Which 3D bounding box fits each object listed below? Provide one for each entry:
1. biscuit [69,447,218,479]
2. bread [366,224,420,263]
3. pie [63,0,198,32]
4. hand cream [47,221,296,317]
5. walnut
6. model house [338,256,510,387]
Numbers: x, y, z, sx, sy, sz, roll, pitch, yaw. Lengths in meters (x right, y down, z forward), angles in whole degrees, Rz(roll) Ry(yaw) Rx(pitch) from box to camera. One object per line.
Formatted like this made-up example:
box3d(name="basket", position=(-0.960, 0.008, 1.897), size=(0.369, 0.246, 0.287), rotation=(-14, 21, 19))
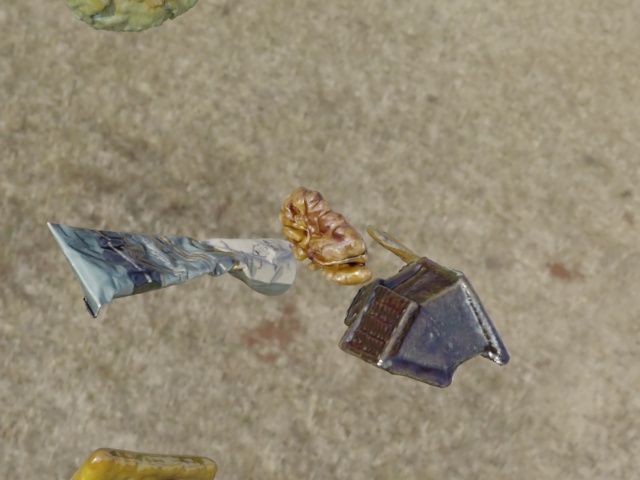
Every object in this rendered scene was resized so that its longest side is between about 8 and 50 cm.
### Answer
box3d(name="biscuit", position=(-0.215, 0.292, 1.335), size=(0.174, 0.183, 0.039), rotation=(11, 33, -46))
box3d(name="bread", position=(0.123, 0.008, 2.091), size=(0.110, 0.024, 0.110), rotation=(37, 3, -2))
box3d(name="pie", position=(-0.200, -0.375, 1.312), size=(0.306, 0.306, 0.071), rotation=(-17, 17, -42))
box3d(name="hand cream", position=(-0.105, 0.023, 0.978), size=(0.075, 0.052, 0.247), rotation=(32, 20, 33))
box3d(name="walnut", position=(0.000, 0.000, 1.767), size=(0.069, 0.143, 0.170), rotation=(-37, 47, -20))
box3d(name="model house", position=(0.090, 0.095, 1.334), size=(0.152, 0.106, 0.165), rotation=(-25, 21, -23))
